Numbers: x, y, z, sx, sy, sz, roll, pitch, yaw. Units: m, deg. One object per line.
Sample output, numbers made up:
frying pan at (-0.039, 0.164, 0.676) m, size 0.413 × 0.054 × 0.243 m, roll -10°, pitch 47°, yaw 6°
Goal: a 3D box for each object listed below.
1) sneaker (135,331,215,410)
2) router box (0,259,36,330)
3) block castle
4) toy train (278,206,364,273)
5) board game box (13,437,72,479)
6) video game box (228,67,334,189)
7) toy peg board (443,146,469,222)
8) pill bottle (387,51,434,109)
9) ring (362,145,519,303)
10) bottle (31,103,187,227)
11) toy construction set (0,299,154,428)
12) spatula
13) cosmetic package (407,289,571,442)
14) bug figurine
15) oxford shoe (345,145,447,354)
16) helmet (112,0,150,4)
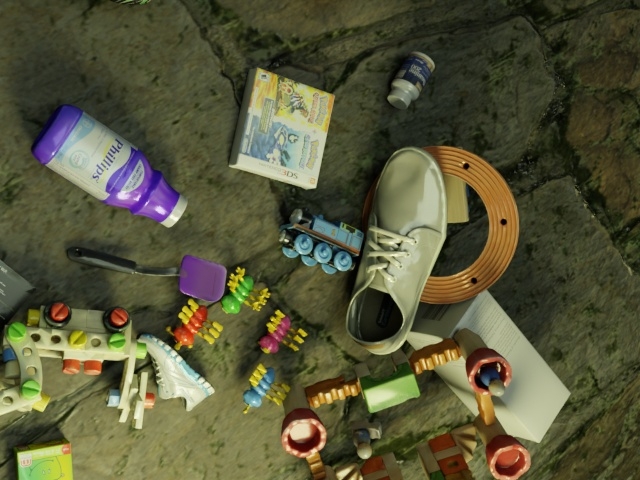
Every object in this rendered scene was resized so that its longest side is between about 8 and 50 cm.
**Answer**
sneaker at (-0.288, 0.253, 1.567) m, size 0.083 × 0.071 × 0.190 m, roll -47°, pitch 111°, yaw -14°
router box at (-0.595, 0.077, 1.401) m, size 0.179 × 0.046 × 0.133 m, roll 45°, pitch 70°, yaw -23°
block castle at (0.167, 0.392, 1.635) m, size 0.454 × 0.213 × 0.302 m, roll -18°, pitch 112°, yaw -3°
toy train at (0.000, 0.000, 1.720) m, size 0.184 × 0.080 × 0.105 m, roll 24°, pitch 71°, yaw -25°
board game box at (-0.488, 0.452, 1.470) m, size 0.092 × 0.043 × 0.181 m, roll -4°, pitch 93°, yaw -30°
video game box at (-0.076, -0.225, 1.688) m, size 0.187 × 0.048 × 0.205 m, roll 14°, pitch 84°, yaw -31°
toy peg board at (0.268, -0.120, 1.827) m, size 0.079 × 0.161 × 0.161 m, roll -10°, pitch 95°, yaw -46°
pill bottle at (0.197, -0.351, 1.826) m, size 0.067 × 0.067 × 0.120 m, roll 37°, pitch 73°, yaw -25°
ring at (0.251, -0.033, 1.755) m, size 0.032 × 0.337 × 0.336 m, roll -12°, pitch 99°, yaw -66°
bottle at (-0.372, -0.124, 1.496) m, size 0.283 × 0.092 × 0.118 m, roll 36°, pitch 73°, yaw -25°
toy construction set at (-0.427, 0.223, 1.440) m, size 0.328 × 0.151 × 0.214 m, roll 17°, pitch 58°, yaw -36°
spatula at (-0.319, 0.053, 1.538) m, size 0.297 × 0.030 × 0.084 m, roll 11°, pitch 61°, yaw -15°
cosmetic package at (0.367, 0.272, 1.862) m, size 0.365 × 0.197 × 0.155 m, roll 47°, pitch 69°, yaw -23°
bug figurine at (-0.156, 0.192, 1.636) m, size 0.279 × 0.072 × 0.216 m, roll 46°, pitch 64°, yaw -17°
oxford shoe at (0.154, 0.028, 1.716) m, size 0.130 × 0.169 × 0.449 m, roll -3°, pitch 108°, yaw -63°
helmet at (-0.332, -0.500, 1.471) m, size 0.170 × 0.162 × 0.169 m, roll -1°, pitch 91°, yaw -29°
